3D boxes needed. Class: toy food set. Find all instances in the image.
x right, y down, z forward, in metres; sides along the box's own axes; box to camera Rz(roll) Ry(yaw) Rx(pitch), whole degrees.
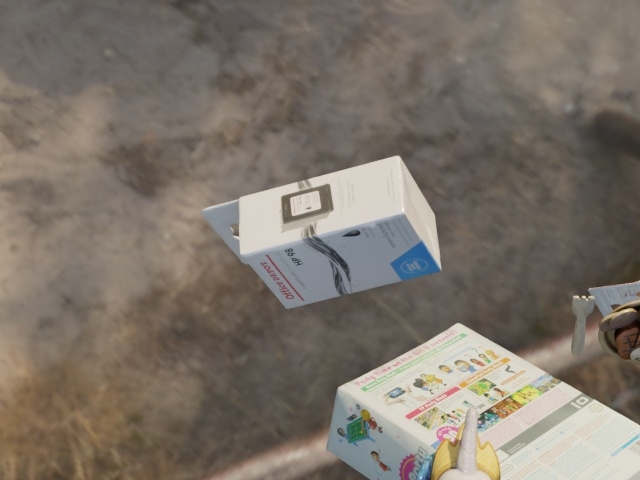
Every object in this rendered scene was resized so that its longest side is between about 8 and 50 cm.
[{"bbox_3d":[0.410,0.118,1.930,0.192,0.038,0.132,-1,137,4],"label":"toy food set"}]

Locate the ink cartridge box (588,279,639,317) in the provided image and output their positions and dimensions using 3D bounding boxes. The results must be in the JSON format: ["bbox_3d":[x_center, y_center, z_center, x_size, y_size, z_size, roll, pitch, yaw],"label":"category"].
[{"bbox_3d":[0.518,0.078,2.222,0.181,0.224,0.056,51,39,-49],"label":"ink cartridge box"}]

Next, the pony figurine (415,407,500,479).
[{"bbox_3d":[0.133,0.374,1.359,0.302,0.363,0.351,0,116,4],"label":"pony figurine"}]

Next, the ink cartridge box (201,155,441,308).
[{"bbox_3d":[0.000,0.000,1.296,0.180,0.060,0.104,-15,146,16],"label":"ink cartridge box"}]

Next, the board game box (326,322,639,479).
[{"bbox_3d":[0.195,0.230,1.709,0.224,0.303,0.097,-23,133,-43],"label":"board game box"}]
